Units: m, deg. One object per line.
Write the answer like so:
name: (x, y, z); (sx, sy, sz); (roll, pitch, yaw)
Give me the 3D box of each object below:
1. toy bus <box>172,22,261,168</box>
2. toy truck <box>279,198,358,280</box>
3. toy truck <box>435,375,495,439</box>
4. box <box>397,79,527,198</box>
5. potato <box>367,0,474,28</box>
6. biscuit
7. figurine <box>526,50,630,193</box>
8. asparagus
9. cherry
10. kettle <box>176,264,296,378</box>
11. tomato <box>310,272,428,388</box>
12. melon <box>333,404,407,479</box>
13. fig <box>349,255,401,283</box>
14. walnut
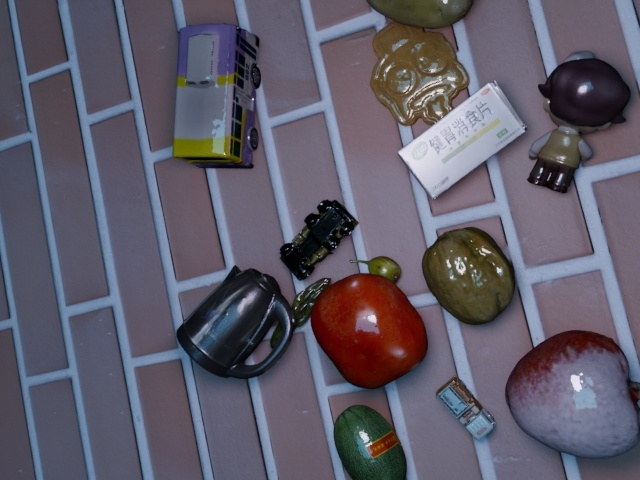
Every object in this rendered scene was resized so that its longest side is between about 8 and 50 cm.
toy bus: (-0.330, -0.460, 1.967); (0.210, 0.249, 0.439); (3, 89, 17)
toy truck: (-0.003, 0.001, 1.912); (0.257, 0.127, 0.127); (-46, 69, 11)
toy truck: (0.412, 0.480, 1.764); (0.080, 0.115, 0.177); (-45, 78, 11)
box: (0.401, -0.283, 1.772); (0.333, 0.145, 0.173); (-37, 92, 13)
potato: (0.284, -0.735, 1.795); (0.327, 0.243, 0.220); (12, 123, 2)
biscuit: (0.288, -0.497, 1.883); (0.269, 0.051, 0.375); (-31, 80, 15)
figurine: (0.700, -0.318, 1.705); (0.218, 0.206, 0.364); (31, 123, 38)
asparagus: (-0.063, 0.219, 1.947); (0.080, 0.080, 0.287); (44, 103, 14)
cherry: (0.662, 0.410, 1.611); (0.335, 0.291, 0.326); (-44, 68, 20)
kettle: (-0.230, 0.255, 1.913); (0.324, 0.228, 0.321); (-49, 63, 5)
tomato: (0.139, 0.254, 1.757); (0.293, 0.289, 0.325); (-25, 107, 25)
melon: (0.148, 0.616, 1.806); (0.182, 0.182, 0.287); (-31, 81, 14)
fig: (0.162, 0.073, 1.876); (0.166, 0.093, 0.093); (34, 97, 20)
walnut: (0.414, 0.096, 1.723); (0.227, 0.283, 0.283); (-30, 76, -28)
